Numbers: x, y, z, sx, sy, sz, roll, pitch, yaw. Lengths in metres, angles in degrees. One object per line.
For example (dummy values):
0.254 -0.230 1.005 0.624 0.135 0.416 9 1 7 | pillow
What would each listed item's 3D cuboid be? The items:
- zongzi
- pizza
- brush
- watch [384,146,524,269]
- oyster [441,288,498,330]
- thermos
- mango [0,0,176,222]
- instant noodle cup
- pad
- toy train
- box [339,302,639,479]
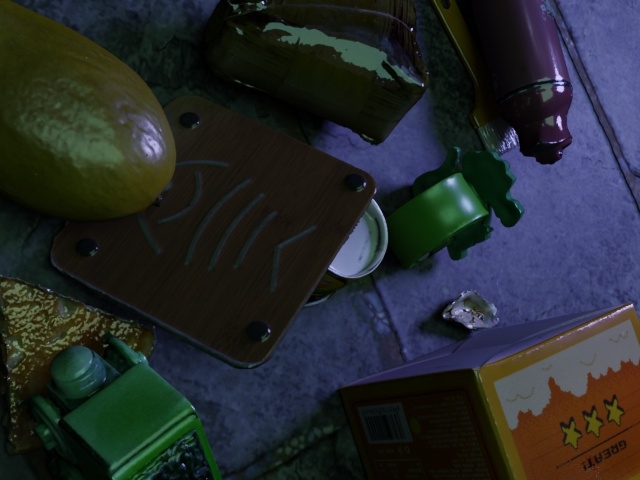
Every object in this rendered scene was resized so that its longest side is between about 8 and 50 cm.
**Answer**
-0.002 -0.297 1.336 0.274 0.145 0.300 19 53 -20 | zongzi
-0.282 0.107 1.107 0.201 0.053 0.193 -32 108 -24 | pizza
0.223 -0.255 1.509 0.103 0.013 0.272 -28 93 -32 | brush
0.157 -0.041 1.335 0.152 0.165 0.131 -21 78 -50 | watch
0.199 0.094 1.403 0.093 0.034 0.051 20 58 -26 | oyster
0.286 -0.262 1.486 0.110 0.136 0.330 -9 78 -10 | thermos
-0.307 -0.138 1.106 0.332 0.142 0.195 29 64 -10 | mango
0.000 0.000 1.259 0.152 0.122 0.151 6 78 -29 | instant noodle cup
-0.119 -0.022 1.171 0.284 0.018 0.286 26 62 15 | pad
-0.186 0.216 1.034 0.132 0.188 0.243 -36 138 -25 | toy train
0.223 0.223 1.242 0.260 0.283 0.213 -15 87 -32 | box
